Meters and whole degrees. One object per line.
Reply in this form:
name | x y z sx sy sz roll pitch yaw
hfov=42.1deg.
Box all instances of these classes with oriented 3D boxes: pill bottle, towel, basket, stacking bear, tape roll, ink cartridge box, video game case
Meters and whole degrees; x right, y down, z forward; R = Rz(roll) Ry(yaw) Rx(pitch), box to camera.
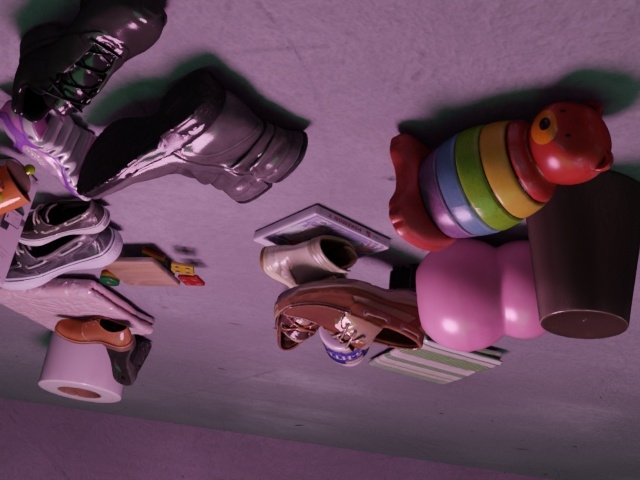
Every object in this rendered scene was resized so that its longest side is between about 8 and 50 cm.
pill bottle | 0.062 0.237 2.003 0.112 0.112 0.187 3 156 11
towel | 0.298 0.314 2.194 0.247 0.038 0.325 16 157 -14
basket | 0.406 0.025 1.279 0.204 0.227 0.154 12 156 -9
stacking bear | 0.257 -0.100 1.150 0.289 0.175 0.164 -22 141 36
tape roll | -0.695 0.371 2.473 0.246 0.169 0.246 7 155 3
ink cartridge box | -0.622 -0.036 1.485 0.160 0.219 0.092 1 152 15
video game case | 0.000 0.000 1.602 0.183 0.023 0.201 24 151 -32
towel | -0.641 0.171 2.151 0.331 0.053 0.317 -2 155 22

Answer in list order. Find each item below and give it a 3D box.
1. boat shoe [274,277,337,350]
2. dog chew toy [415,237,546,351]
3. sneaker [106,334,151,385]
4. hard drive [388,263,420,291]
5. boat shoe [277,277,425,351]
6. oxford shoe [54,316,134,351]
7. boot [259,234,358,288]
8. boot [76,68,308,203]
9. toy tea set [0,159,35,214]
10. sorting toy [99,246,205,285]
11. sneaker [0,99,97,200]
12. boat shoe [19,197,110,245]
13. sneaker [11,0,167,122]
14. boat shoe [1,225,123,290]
boat shoe | -0.036 0.170 1.868 0.123 0.123 0.342 15 155 -15
dog chew toy | 0.343 0.090 1.494 0.331 0.207 0.206 -6 153 12
sneaker | -0.545 0.293 2.373 0.087 0.130 0.228 9 129 10
hard drive | 0.331 0.121 1.719 0.338 0.064 0.237 0 154 19
boat shoe | 0.073 0.149 1.589 0.324 0.116 0.123 8 155 -24
oxford shoe | -0.579 0.221 2.121 0.212 0.076 0.076 8 127 8
boot | 0.010 0.055 1.607 0.165 0.077 0.213 -15 147 38
boot | -0.200 -0.110 1.277 0.338 0.118 0.222 -20 145 36
toy tea set | -0.528 -0.155 1.294 0.124 0.200 0.336 -32 174 -7
sorting toy | -0.381 0.054 1.816 0.274 0.046 0.132 -1 154 20
sneaker | -0.431 -0.152 1.332 0.104 0.095 0.236 7 152 19
boat shoe | -0.516 -0.046 1.610 0.219 0.078 0.070 -10 152 19
sneaker | -0.299 -0.228 1.063 0.286 0.130 0.109 -18 143 42
boat shoe | -0.570 0.010 1.722 0.335 0.121 0.119 -15 141 22
